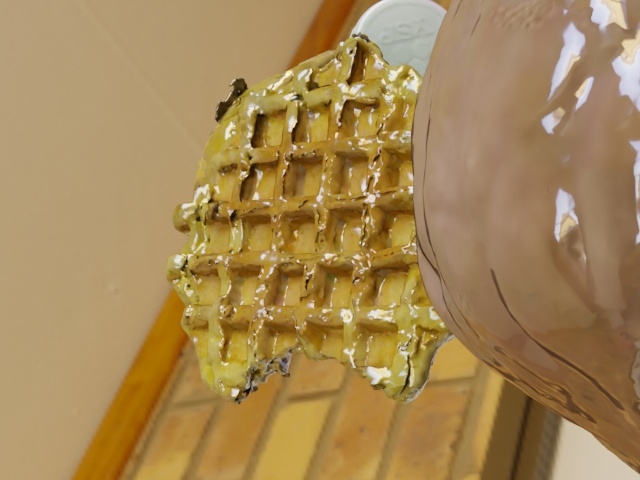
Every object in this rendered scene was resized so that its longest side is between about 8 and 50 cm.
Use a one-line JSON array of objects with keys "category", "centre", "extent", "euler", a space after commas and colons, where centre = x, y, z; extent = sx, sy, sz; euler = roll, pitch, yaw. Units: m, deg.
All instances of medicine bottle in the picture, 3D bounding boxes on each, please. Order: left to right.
[{"category": "medicine bottle", "centre": [0.084, -0.179, 1.334], "extent": [0.168, 0.135, 0.135], "euler": [112, 157, -72]}]

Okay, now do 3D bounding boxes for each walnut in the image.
[{"category": "walnut", "centre": [0.162, -0.033, 0.440], "extent": [0.273, 0.227, 0.273], "euler": [-6, -81, -42]}]

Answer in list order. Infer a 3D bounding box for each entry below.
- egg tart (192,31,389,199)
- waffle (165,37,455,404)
[{"category": "egg tart", "centre": [-0.032, -0.066, 1.117], "extent": [0.291, 0.107, 0.291], "euler": [-45, -31, -36]}, {"category": "waffle", "centre": [0.001, 0.000, 0.826], "extent": [0.051, 0.291, 0.291], "euler": [24, -120, -48]}]
